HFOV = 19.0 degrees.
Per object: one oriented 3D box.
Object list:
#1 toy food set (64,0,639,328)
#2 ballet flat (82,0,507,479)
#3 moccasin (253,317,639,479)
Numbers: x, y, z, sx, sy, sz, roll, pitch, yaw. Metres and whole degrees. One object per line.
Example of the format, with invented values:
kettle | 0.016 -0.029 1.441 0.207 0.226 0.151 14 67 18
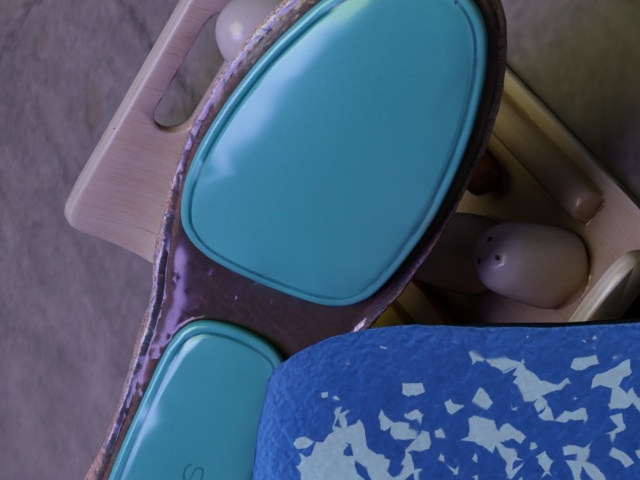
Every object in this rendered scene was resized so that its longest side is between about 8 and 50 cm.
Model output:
toy food set | 0.000 0.000 0.881 0.219 0.092 0.306 -57 47 23
ballet flat | -0.019 0.008 0.782 0.316 0.107 0.106 -60 3 23
moccasin | 0.148 0.082 0.682 0.342 0.117 0.137 10 76 25
